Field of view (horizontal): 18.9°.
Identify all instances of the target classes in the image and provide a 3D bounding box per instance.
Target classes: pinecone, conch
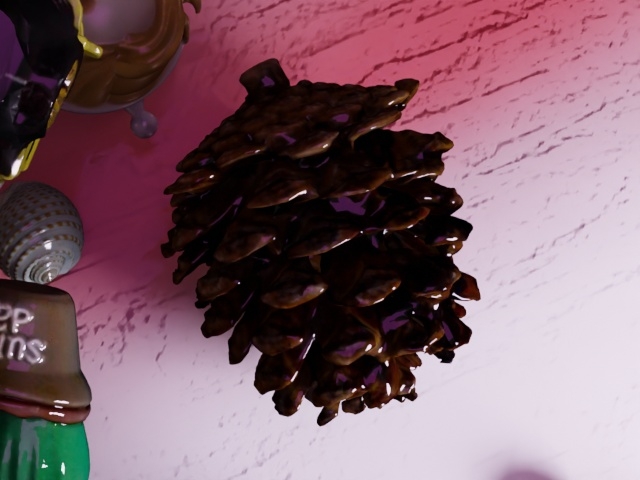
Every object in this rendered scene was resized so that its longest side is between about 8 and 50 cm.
[{"bbox_3d":[0.000,0.000,1.394,0.224,0.224,0.272,-16,95,-10],"label":"pinecone"},{"bbox_3d":[-0.212,-0.009,1.448,0.076,0.056,0.085,-18,84,-23],"label":"conch"}]

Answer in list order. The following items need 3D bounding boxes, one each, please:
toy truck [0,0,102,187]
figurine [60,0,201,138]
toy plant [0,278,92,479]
[{"bbox_3d":[-0.296,-0.008,1.297,0.180,0.254,0.405,23,93,-5],"label":"toy truck"},{"bbox_3d":[-0.216,-0.203,1.448,0.274,0.133,0.194,30,61,7],"label":"figurine"},{"bbox_3d":[-0.233,0.130,1.401,0.143,0.105,0.200,10,94,9],"label":"toy plant"}]
